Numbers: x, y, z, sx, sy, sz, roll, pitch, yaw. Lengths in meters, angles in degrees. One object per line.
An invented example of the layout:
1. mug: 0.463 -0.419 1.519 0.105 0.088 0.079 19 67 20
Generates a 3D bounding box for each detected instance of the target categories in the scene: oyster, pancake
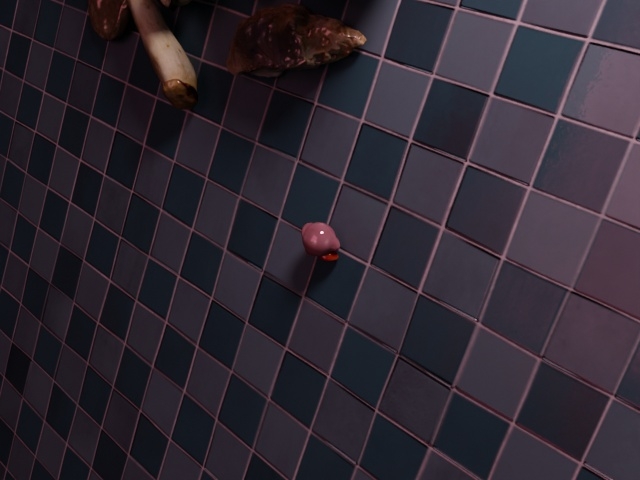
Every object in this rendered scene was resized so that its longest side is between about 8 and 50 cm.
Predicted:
1. oyster: -0.072 -0.401 1.514 0.341 0.110 0.166 20 103 37
2. pancake: -0.538 -0.631 1.935 0.241 0.050 0.242 -3 86 48

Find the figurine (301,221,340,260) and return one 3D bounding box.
1. figurine: 0.000 0.000 1.482 0.083 0.067 0.071 15 120 22

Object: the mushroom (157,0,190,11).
1. mushroom: -0.360 -0.662 1.688 0.344 0.130 0.248 43 154 47

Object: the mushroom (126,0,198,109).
1. mushroom: -0.369 -0.451 1.757 0.087 0.107 0.333 -26 69 -3
